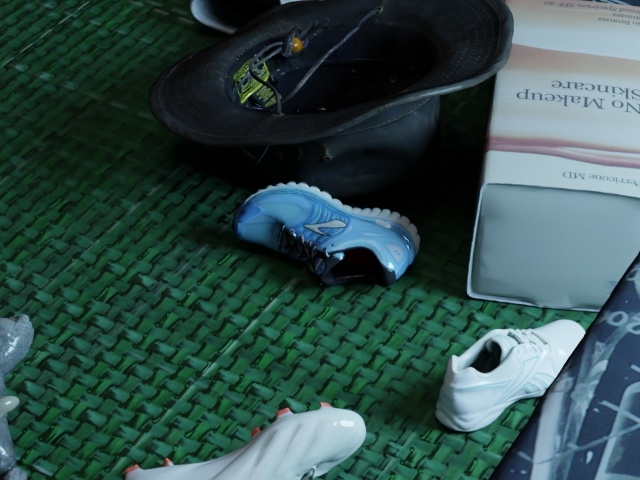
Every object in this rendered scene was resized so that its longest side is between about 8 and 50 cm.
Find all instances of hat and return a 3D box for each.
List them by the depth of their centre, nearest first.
[{"bbox_3d":[0.020,-0.113,1.639,0.331,0.134,0.331,-12,26,6],"label":"hat"}]

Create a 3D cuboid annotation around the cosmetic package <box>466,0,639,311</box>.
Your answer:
[{"bbox_3d":[0.217,-0.083,1.608,0.153,0.129,0.296,6,40,4],"label":"cosmetic package"}]

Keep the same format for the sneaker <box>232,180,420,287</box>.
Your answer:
[{"bbox_3d":[0.000,0.000,1.556,0.162,0.063,0.073,11,43,12],"label":"sneaker"}]

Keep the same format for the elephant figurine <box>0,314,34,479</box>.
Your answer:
[{"bbox_3d":[-0.261,0.178,1.272,0.169,0.186,0.239,47,13,6],"label":"elephant figurine"}]

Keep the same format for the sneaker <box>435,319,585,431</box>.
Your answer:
[{"bbox_3d":[0.156,0.095,1.443,0.152,0.061,0.054,-27,45,-32],"label":"sneaker"}]

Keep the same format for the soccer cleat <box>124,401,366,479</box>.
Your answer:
[{"bbox_3d":[-0.053,0.180,1.335,0.196,0.068,0.076,-18,47,-12],"label":"soccer cleat"}]

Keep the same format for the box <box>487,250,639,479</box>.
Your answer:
[{"bbox_3d":[0.299,0.263,0.966,0.480,0.297,0.472,27,41,14],"label":"box"}]

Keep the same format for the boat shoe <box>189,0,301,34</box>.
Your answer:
[{"bbox_3d":[-0.013,-0.213,1.807,0.258,0.095,0.084,15,44,32],"label":"boat shoe"}]

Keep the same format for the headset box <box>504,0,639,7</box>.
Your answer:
[{"bbox_3d":[0.260,-0.313,1.824,0.246,0.131,0.283,17,33,-23],"label":"headset box"}]
